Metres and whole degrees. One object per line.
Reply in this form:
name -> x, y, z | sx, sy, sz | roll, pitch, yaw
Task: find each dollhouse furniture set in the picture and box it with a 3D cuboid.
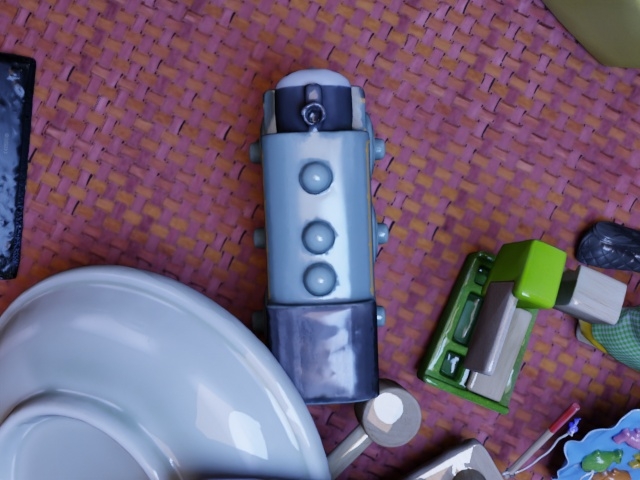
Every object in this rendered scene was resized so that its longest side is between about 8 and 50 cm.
dollhouse furniture set -> 0.281, 0.129, 0.760 | 0.302, 0.197, 0.151 | 23, 83, -7

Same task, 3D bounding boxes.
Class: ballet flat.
ballet flat -> 0.366, 0.022, 0.849 | 0.173, 0.057, 0.049 | 18, 133, -5

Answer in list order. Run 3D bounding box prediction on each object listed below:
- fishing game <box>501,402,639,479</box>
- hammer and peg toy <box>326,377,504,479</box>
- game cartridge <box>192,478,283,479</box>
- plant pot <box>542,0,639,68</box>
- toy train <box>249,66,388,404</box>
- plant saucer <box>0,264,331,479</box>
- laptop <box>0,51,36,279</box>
fishing game -> 0.333, 0.236, 0.807 | 0.264, 0.041, 0.189 | 12, 132, -19
hammer and peg toy -> 0.084, 0.329, 0.802 | 0.266, 0.127, 0.361 | -31, 95, 0
game cartridge -> -0.016, 0.292, 0.628 | 0.297, 0.062, 0.198 | 26, 111, -31
plant pot -> 0.334, -0.284, 0.749 | 0.212, 0.212, 0.187 | -33, 108, -1
toy train -> 0.000, 0.000, 0.737 | 0.142, 0.190, 0.333 | -1, 94, -1
plant saucer -> -0.187, 0.225, 0.698 | 0.401, 0.100, 0.400 | 7, 107, 22
laptop -> -0.449, -0.089, 0.788 | 0.264, 0.137, 0.234 | 4, 95, -30
